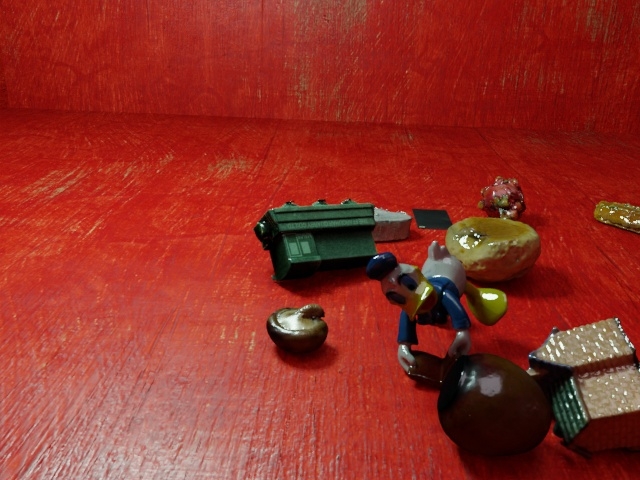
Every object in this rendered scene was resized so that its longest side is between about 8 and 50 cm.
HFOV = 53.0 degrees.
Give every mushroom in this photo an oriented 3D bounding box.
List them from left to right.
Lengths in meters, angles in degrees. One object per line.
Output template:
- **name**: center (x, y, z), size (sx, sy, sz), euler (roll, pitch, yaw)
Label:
- **mushroom**: center (-0.047, 0.170, 1.257), size (0.127, 0.087, 0.127), euler (4, 17, -1)

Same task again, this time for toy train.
- **toy train**: center (0.000, 0.000, 1.587), size (0.330, 0.178, 0.138), euler (-4, -23, -28)

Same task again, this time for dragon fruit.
- **dragon fruit**: center (0.565, -0.111, 1.976), size (0.149, 0.133, 0.208), euler (10, 32, 1)

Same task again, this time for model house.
- **model house**: center (0.423, 0.249, 1.035), size (0.172, 0.167, 0.183), euler (-12, 36, 6)

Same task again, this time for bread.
- **bread**: center (0.429, 0.028, 1.609), size (0.244, 0.134, 0.244), euler (-1, 21, 0)

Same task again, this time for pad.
- **pad**: center (0.352, -0.069, 2.021), size (0.116, 0.004, 0.193), euler (3, 21, 1)

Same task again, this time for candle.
- **candle**: center (0.160, -0.048, 1.860), size (0.192, 0.068, 0.168), euler (13, 20, 30)

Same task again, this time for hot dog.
- **hot dog**: center (0.972, -0.063, 1.977), size (0.115, 0.072, 0.268), euler (-24, 33, -34)

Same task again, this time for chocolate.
- **chocolate**: center (0.268, 0.260, 0.991), size (0.176, 0.177, 0.177), euler (2, 21, -1)

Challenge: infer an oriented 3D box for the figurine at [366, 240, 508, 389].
- **figurine**: center (0.183, 0.128, 1.205), size (0.204, 0.284, 0.338), euler (-16, -38, 39)
